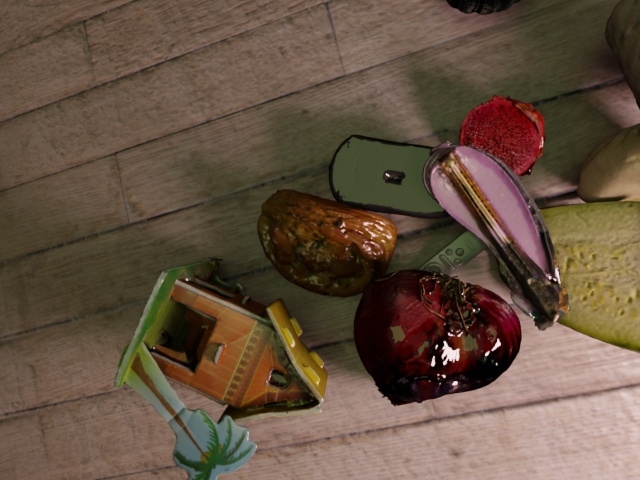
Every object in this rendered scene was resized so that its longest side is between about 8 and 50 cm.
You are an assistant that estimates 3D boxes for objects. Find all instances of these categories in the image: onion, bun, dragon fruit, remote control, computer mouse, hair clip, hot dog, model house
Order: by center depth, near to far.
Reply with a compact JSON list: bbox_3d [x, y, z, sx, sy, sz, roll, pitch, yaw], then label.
[{"bbox_3d":[0.518,-0.125,0.763,0.192,0.178,0.128,-10,84,27],"label":"bun"},{"bbox_3d":[0.305,-0.020,0.787,0.110,0.095,0.359,-43,71,50],"label":"hair clip"},{"bbox_3d":[0.194,0.159,0.797,0.280,0.221,0.281,1,116,2],"label":"onion"},{"bbox_3d":[-0.157,0.247,0.844,0.323,0.300,0.341,23,92,4],"label":"model house"},{"bbox_3d":[0.345,-0.195,0.851,0.153,0.153,0.110,45,55,12],"label":"dragon fruit"},{"bbox_3d":[0.150,-0.115,0.885,0.269,0.086,0.138,10,93,10],"label":"computer mouse"},{"bbox_3d":[0.000,0.000,0.885,0.271,0.122,0.196,18,128,10],"label":"hot dog"},{"bbox_3d":[0.242,0.037,0.889,0.184,0.027,0.050,-41,82,12],"label":"remote control"}]

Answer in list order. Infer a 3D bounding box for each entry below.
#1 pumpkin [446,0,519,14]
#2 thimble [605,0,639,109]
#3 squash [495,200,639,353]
[{"bbox_3d":[0.305,-0.523,0.845,0.220,0.162,0.221,0,91,11],"label":"pumpkin"},{"bbox_3d":[0.604,-0.324,0.695,0.291,0.291,0.196,-23,81,10],"label":"thimble"},{"bbox_3d":[0.413,0.055,0.787,0.154,0.204,0.237,-3,95,-7],"label":"squash"}]
